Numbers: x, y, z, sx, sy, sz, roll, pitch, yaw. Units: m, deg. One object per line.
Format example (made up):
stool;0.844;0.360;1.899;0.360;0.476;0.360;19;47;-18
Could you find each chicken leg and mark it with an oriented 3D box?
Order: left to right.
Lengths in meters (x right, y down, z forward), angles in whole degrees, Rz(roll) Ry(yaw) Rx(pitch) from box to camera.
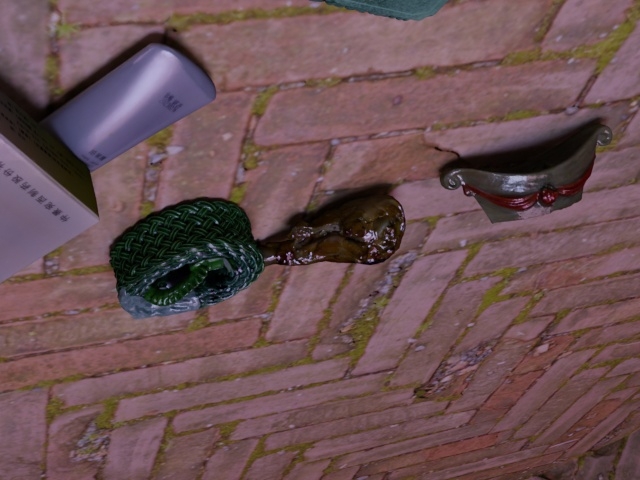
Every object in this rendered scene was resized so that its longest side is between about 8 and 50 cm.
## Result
chicken leg;0.000;0.000;0.966;0.178;0.070;0.093;-12;177;12

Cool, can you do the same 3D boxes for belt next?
belt;-0.130;0.029;0.917;0.151;0.079;0.121;-19;151;1

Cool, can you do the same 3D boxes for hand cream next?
hand cream;-0.200;-0.071;0.745;0.255;0.048;0.079;-30;152;13

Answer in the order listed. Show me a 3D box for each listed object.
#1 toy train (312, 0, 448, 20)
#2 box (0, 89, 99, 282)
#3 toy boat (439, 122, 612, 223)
toy train;0.032;-0.200;0.644;0.172;0.070;0.099;2;151;-35
box;-0.299;-0.056;0.636;0.175;0.062;0.260;-30;139;10
toy boat;0.217;-0.064;0.978;0.185;0.071;0.089;-16;-167;-6
